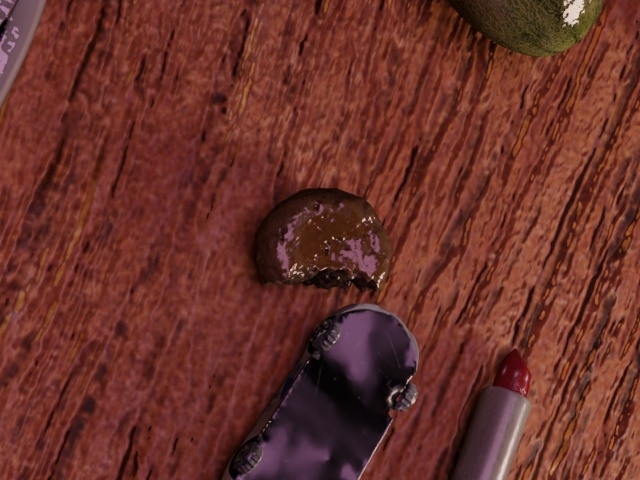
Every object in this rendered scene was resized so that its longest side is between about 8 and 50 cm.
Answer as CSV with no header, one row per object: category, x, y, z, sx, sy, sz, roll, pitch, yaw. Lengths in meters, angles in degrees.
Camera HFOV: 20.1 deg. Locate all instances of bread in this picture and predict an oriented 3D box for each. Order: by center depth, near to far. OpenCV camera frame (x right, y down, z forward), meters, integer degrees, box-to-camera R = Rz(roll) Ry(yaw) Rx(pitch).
bread,0.000,0.000,1.417,0.113,0.060,0.082,8,82,-24

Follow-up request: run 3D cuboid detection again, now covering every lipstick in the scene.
lipstick,0.135,0.172,1.459,0.063,0.057,0.186,26,72,-18

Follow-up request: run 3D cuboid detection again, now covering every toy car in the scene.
toy car,0.003,0.141,1.404,0.095,0.056,0.205,38,68,-15

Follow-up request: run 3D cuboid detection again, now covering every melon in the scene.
melon,0.156,-0.241,1.466,0.139,0.139,0.192,-39,103,-22

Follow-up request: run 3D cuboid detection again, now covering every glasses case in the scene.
glasses case,-0.261,-0.104,1.301,0.059,0.092,0.233,29,75,-20
